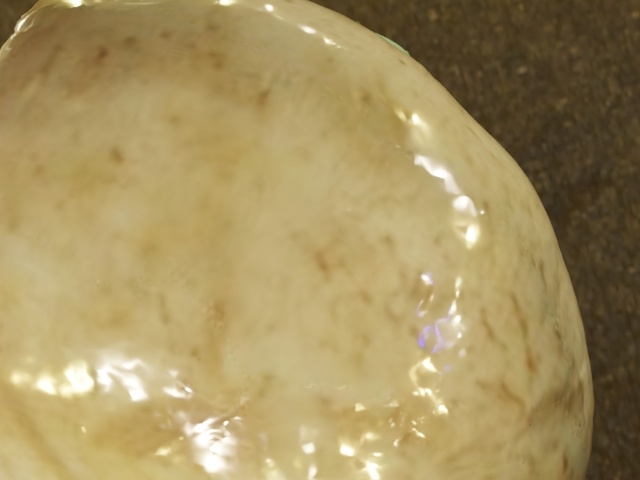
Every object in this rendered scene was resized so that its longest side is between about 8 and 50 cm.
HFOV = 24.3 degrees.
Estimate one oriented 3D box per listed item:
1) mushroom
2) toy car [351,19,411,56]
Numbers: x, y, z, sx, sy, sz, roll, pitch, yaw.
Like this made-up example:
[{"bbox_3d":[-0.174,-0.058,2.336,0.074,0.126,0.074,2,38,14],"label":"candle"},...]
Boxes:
[{"bbox_3d":[-0.005,0.044,0.477,0.189,0.254,0.195,22,35,14],"label":"mushroom"},{"bbox_3d":[0.000,0.000,0.820,0.125,0.136,0.306,19,42,15],"label":"toy car"}]
